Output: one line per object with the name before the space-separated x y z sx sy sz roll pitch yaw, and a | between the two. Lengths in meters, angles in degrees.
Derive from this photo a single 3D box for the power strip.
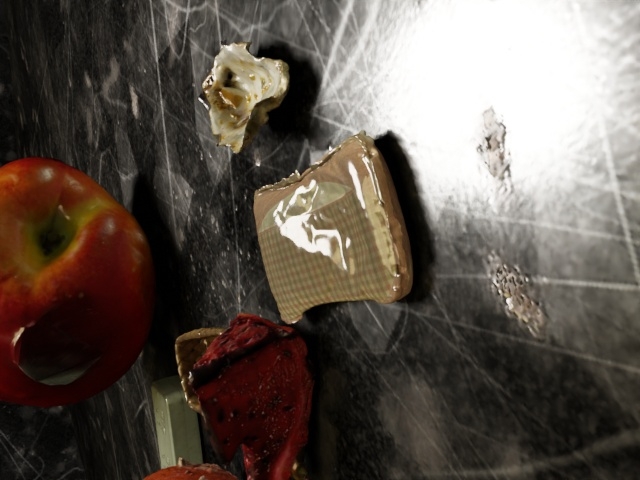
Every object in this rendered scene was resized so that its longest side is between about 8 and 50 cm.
power strip | -0.228 0.371 0.946 0.093 0.053 0.288 10 107 56

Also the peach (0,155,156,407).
peach | -0.430 0.088 0.911 0.310 0.335 0.406 46 130 42

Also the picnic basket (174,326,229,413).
picnic basket | -0.124 0.160 0.714 0.193 0.055 0.110 -19 82 58

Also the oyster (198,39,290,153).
oyster | -0.076 -0.140 0.551 0.148 0.051 0.103 46 118 40

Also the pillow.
pillow | 0.000 -0.003 0.491 0.211 0.034 0.135 -23 79 56

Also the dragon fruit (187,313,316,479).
dragon fruit | -0.051 0.177 0.564 0.092 0.122 0.192 -2 100 21

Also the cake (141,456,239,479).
cake | -0.149 0.414 0.695 0.151 0.177 0.283 -14 74 61
